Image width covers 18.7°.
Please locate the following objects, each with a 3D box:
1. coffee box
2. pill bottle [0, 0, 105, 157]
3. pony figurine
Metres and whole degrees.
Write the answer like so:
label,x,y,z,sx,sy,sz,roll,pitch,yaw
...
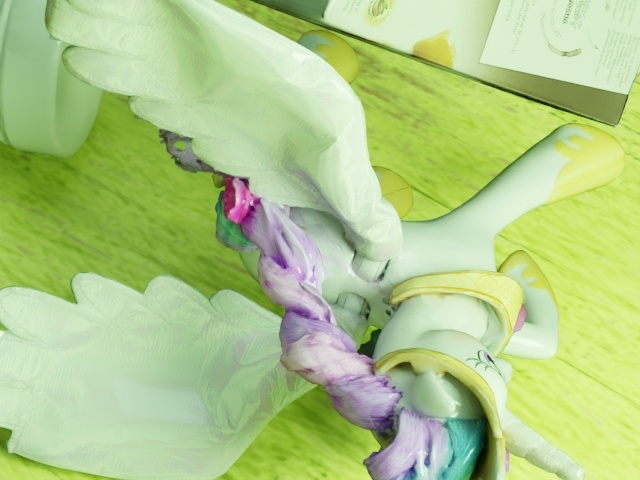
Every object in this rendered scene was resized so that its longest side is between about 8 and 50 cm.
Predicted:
label,x,y,z,sx,sy,sz,roll,pitch,yaw
coffee box,0.066,-0.152,1.119,0.246,0.098,0.141,14,8,-40
pill bottle,-0.311,-0.155,1.275,0.334,0.188,0.188,12,42,7
pony figurine,0.000,0.000,1.110,0.351,0.303,0.363,21,28,4
